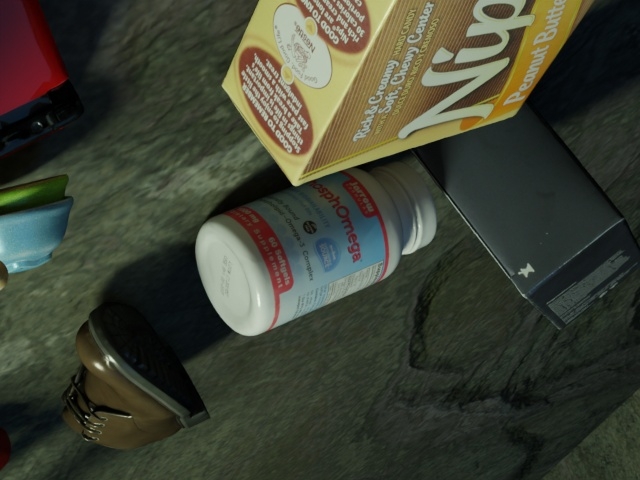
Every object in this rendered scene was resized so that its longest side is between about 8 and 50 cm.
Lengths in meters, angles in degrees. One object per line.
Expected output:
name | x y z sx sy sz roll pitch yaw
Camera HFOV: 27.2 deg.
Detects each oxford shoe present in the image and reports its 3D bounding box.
oxford shoe | -0.145 0.113 0.964 0.096 0.082 0.227 -28 158 -6

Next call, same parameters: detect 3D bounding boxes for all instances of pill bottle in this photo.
pill bottle | 0.000 0.000 0.926 0.160 0.087 0.087 -23 156 -29

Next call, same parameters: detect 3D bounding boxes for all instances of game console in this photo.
game console | -0.192 -0.062 0.606 0.144 0.085 0.124 -28 -171 -15

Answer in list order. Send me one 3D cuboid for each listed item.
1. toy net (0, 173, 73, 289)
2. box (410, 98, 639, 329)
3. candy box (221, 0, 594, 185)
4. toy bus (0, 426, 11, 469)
toy net | -0.204 0.012 0.619 0.122 0.045 0.232 -9 -172 14
box | 0.158 -0.029 1.001 0.093 0.156 0.158 -39 159 8
candy box | 0.087 -0.173 0.677 0.183 0.087 0.316 -19 155 -36
toy bus | -0.302 0.223 0.924 0.104 0.202 0.191 -1 -164 24
